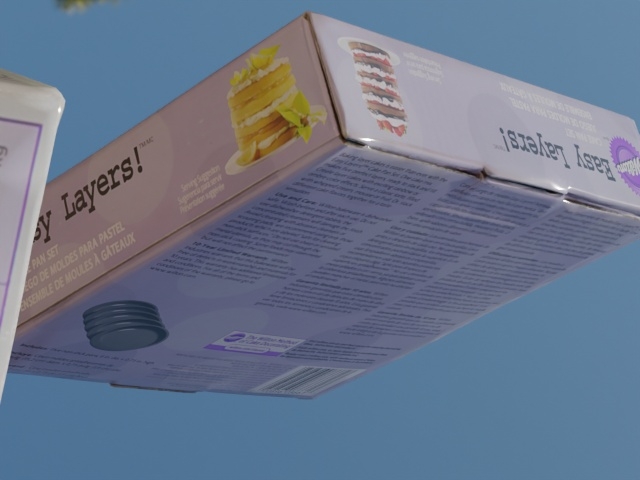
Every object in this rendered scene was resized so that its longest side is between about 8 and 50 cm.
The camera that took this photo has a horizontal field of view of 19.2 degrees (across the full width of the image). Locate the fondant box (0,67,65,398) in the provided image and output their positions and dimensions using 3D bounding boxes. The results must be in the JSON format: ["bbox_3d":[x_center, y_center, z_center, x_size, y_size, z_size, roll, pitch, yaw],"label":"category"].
[{"bbox_3d":[-0.256,-0.032,0.393,0.238,0.330,0.096,21,-78,51],"label":"fondant box"}]

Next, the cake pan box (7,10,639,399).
[{"bbox_3d":[0.000,0.000,0.900,0.245,0.267,0.070,-28,-115,36],"label":"cake pan box"}]
